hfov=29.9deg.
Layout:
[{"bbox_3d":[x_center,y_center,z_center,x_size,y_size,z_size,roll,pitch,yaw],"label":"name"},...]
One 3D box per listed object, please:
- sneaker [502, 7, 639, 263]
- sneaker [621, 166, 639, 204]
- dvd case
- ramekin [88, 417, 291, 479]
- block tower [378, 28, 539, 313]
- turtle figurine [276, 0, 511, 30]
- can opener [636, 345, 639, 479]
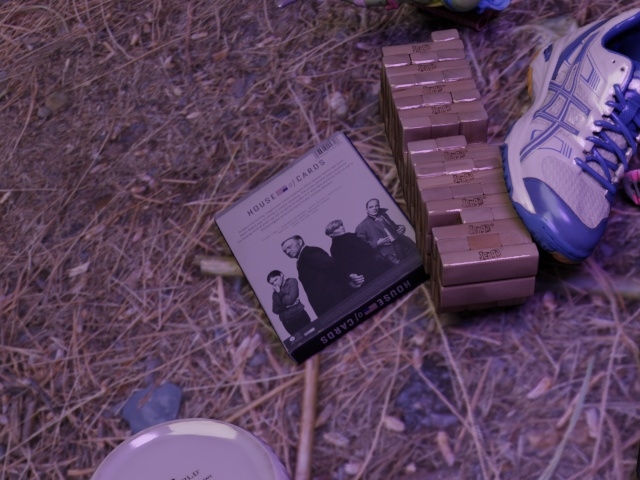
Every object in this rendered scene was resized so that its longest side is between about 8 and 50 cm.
[{"bbox_3d":[0.258,-0.114,1.130,0.131,0.112,0.296,-29,35,40],"label":"sneaker"},{"bbox_3d":[0.346,-0.058,1.127,0.119,0.047,0.057,3,34,31],"label":"sneaker"},{"bbox_3d":[0.000,0.000,1.283,0.179,0.029,0.238,-34,44,1],"label":"dvd case"},{"bbox_3d":[-0.112,0.250,1.038,0.207,0.109,0.207,-3,40,3],"label":"ramekin"},{"bbox_3d":[0.129,-0.073,1.207,0.097,0.091,0.335,-6,47,-3],"label":"block tower"},{"bbox_3d":[0.088,-0.369,1.394,0.275,0.197,0.266,8,25,-14],"label":"turtle figurine"},{"bbox_3d":[0.301,0.123,0.997,0.059,0.073,0.186,18,61,-5],"label":"can opener"}]
